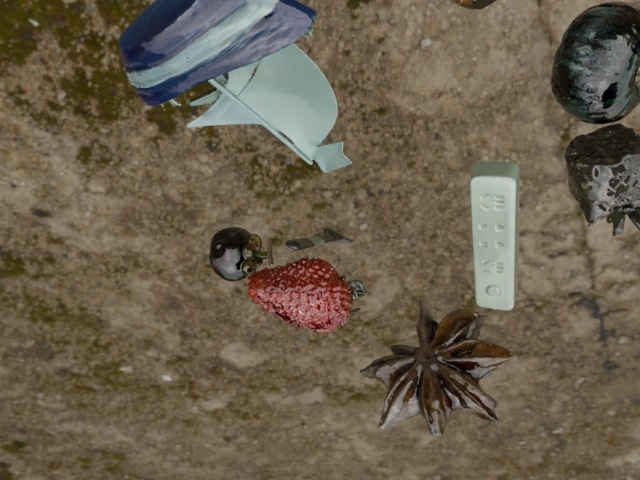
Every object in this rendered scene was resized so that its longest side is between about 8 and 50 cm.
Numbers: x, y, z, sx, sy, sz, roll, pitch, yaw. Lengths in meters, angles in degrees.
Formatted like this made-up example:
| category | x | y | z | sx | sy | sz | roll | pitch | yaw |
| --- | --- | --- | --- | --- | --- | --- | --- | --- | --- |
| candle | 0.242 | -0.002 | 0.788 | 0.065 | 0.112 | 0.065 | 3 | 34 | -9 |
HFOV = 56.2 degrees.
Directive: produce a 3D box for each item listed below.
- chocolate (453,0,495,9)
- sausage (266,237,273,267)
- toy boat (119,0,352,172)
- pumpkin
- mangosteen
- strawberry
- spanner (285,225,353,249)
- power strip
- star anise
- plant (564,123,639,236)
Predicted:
| category | x | y | z | sx | sy | sz | roll | pitch | yaw |
| --- | --- | --- | --- | --- | --- | --- | --- | --- | --- |
| chocolate | 0.323 | -0.566 | 1.276 | 0.124 | 0.133 | 0.127 | -28 | 173 | 7 |
| sausage | -0.133 | 0.031 | 1.581 | 0.015 | 0.100 | 0.015 | -6 | 141 | -5 |
| toy boat | -0.086 | -0.151 | 0.636 | 0.210 | 0.070 | 0.291 | 0 | 155 | 12 |
| pumpkin | 0.556 | -0.342 | 1.168 | 0.163 | 0.233 | 0.233 | 26 | 160 | 41 |
| mangosteen | -0.199 | 0.035 | 1.480 | 0.151 | 0.137 | 0.137 | 3 | 144 | 21 |
| strawberry | -0.032 | 0.138 | 1.388 | 0.286 | 0.106 | 0.188 | 3 | 115 | -1 |
| spanner | 0.000 | 0.000 | 1.494 | 0.087 | 0.316 | 0.024 | 26 | 104 | 18 |
| power strip | 0.367 | 0.010 | 1.258 | 0.091 | 0.062 | 0.385 | 4 | 131 | 22 |
| star anise | 0.222 | 0.253 | 1.203 | 0.315 | 0.315 | 0.108 | -19 | 134 | 21 |
| plant | 0.704 | -0.129 | 1.445 | 0.188 | 0.199 | 0.276 | -27 | 122 | 17 |
